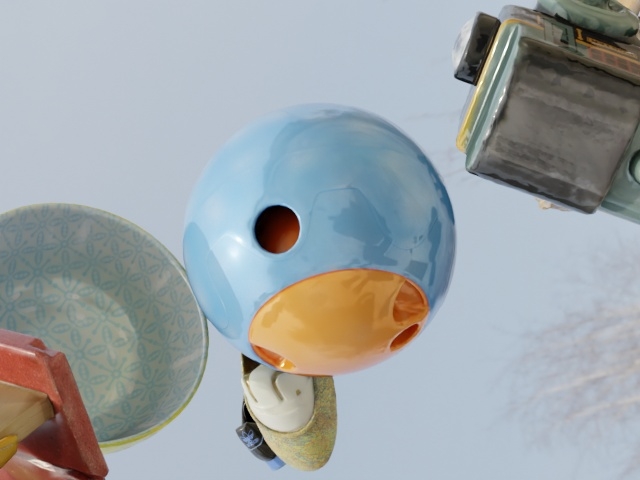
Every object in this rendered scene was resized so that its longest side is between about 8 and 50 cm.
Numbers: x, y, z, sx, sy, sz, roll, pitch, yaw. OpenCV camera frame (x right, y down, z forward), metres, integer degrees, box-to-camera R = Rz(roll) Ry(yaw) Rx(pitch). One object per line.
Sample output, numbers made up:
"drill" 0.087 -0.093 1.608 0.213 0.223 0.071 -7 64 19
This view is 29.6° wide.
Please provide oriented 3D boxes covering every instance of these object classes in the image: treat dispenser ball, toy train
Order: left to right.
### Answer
"treat dispenser ball" 0.000 0.000 1.269 0.288 0.288 0.288 25 -125 -42
"toy train" 0.245 -0.067 0.828 0.334 0.142 0.190 21 -153 0

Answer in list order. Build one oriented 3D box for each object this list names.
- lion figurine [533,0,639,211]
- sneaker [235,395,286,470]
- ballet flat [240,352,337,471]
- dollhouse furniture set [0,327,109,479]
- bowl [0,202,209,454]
"lion figurine" 0.411 -0.219 1.628 0.142 0.240 0.392 36 -125 -22
"sneaker" -0.065 0.235 1.804 0.090 0.081 0.232 45 -153 -18
"ballet flat" -0.055 0.124 1.467 0.123 0.123 0.348 -15 -79 -53
"dollhouse furniture set" -0.303 0.136 0.643 0.201 0.374 0.152 -38 -54 -43
"bowl" -0.282 0.121 1.313 0.289 0.156 0.289 14 -127 -19
